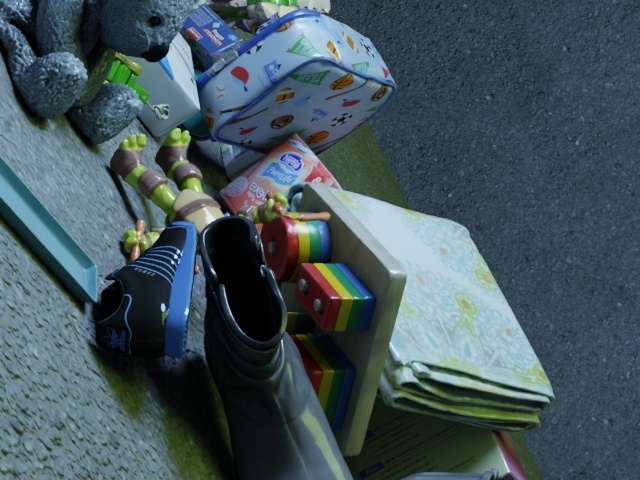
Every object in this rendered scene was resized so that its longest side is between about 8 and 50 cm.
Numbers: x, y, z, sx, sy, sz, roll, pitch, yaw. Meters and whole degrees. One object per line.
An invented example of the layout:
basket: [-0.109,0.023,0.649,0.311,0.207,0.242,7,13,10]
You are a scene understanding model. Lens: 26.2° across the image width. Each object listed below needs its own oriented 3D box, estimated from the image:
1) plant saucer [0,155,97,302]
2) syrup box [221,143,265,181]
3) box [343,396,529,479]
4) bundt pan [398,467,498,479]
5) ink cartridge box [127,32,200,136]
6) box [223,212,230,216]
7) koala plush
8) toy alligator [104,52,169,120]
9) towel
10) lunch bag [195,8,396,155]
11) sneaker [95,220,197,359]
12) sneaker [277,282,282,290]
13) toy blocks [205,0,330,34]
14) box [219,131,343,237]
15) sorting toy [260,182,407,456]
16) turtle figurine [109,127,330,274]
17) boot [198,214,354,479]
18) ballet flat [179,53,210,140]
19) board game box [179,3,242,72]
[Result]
plant saucer: [-0.277,-0.018,1.322,0.192,0.018,0.067,54,12,-32]
syrup box: [-0.060,-0.079,2.258,0.237,0.093,0.096,51,14,-38]
box: [0.153,0.299,1.935,0.117,0.213,0.243,48,16,-48]
bundt pan: [0.097,0.386,1.410,0.331,0.124,0.331,9,90,-75]
ink cartridge box: [-0.244,-0.257,1.924,0.139,0.082,0.190,53,15,-34]
box: [-0.109,0.022,1.955,0.136,0.028,0.081,53,13,-43]
koala plush: [-0.240,-0.258,1.569,0.203,0.221,0.196,63,12,15]
toy alligator: [-0.263,-0.206,1.796,0.051,0.056,0.190,20,-10,28]
towel: [0.133,0.089,1.872,0.320,0.090,0.374,17,37,-39]
lunch bag: [-0.043,-0.220,2.027,0.303,0.243,0.115,13,48,-60]
sneaker: [-0.176,0.043,1.412,0.232,0.090,0.081,-94,-170,-64]
sneaker: [-0.002,0.135,1.947,0.275,0.110,0.107,32,21,-29]
toy blocks: [-0.160,-0.392,2.407,0.288,0.260,0.309,-1,85,-46]
box: [0.000,0.000,2.087,0.142,0.154,0.300,51,-1,43]
sorting toy: [-0.015,0.093,1.706,0.089,0.257,0.255,0,27,-26]
turtle figurine: [-0.141,-0.037,1.635,0.217,0.269,0.087,53,-35,28]
boot: [-0.054,0.156,1.429,0.338,0.118,0.223,58,-17,29]
ballet flat: [-0.215,-0.248,2.081,0.221,0.077,0.079,61,-9,3]
board game box: [-0.193,-0.285,2.157,0.194,0.060,0.194,46,-26,31]
